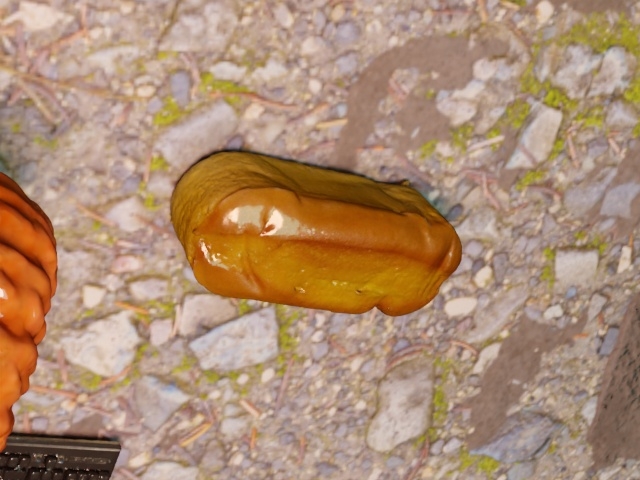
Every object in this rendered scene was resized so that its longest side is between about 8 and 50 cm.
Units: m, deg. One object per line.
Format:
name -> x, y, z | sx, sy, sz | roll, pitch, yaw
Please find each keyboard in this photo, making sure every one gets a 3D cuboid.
keyboard -> -0.269, 0.185, 1.079 | 0.230, 0.025, 0.093 | 9, 114, -34

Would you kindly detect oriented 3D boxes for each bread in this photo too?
bread -> 0.000, 0.000, 1.092 | 0.245, 0.094, 0.102 | 10, 116, -35

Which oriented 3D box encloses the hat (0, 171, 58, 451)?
hat -> -0.365, 0.009, 0.809 | 0.400, 0.285, 0.285 | 33, 97, -20
